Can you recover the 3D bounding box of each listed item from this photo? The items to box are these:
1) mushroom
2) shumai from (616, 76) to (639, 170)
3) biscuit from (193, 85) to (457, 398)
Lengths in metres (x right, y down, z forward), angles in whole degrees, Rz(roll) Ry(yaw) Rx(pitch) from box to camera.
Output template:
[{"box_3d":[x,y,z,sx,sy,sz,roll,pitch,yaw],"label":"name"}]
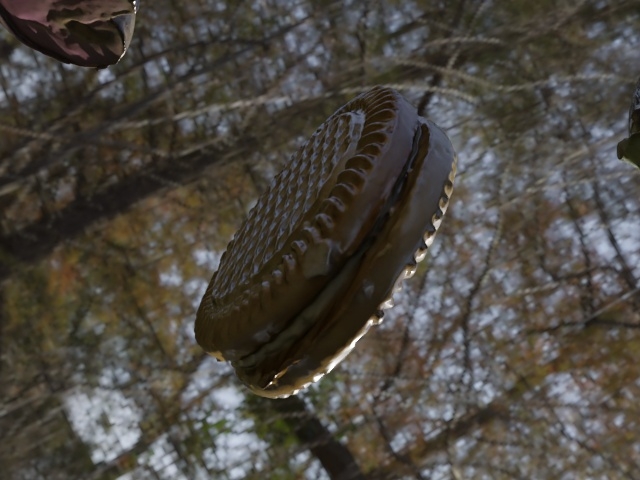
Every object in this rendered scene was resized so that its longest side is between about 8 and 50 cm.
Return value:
[{"box_3d":[-0.245,-0.258,1.053,0.188,0.141,0.117,56,23,-45],"label":"mushroom"},{"box_3d":[0.322,-0.019,0.832,0.222,0.203,0.272,-63,149,-67],"label":"shumai"},{"box_3d":[0.000,0.000,0.832,0.079,0.259,0.259,37,-24,-15],"label":"biscuit"}]
